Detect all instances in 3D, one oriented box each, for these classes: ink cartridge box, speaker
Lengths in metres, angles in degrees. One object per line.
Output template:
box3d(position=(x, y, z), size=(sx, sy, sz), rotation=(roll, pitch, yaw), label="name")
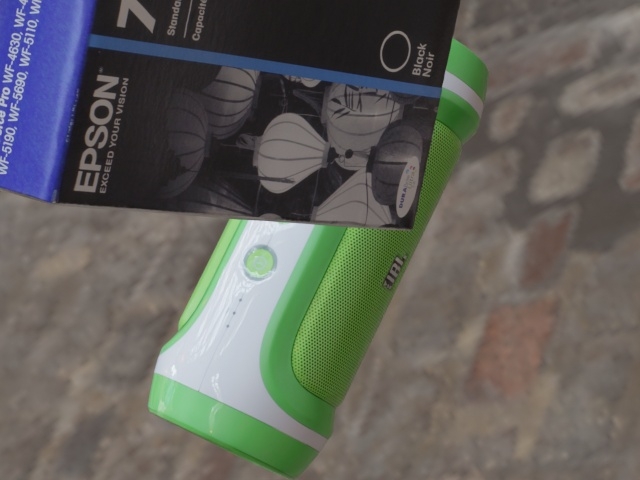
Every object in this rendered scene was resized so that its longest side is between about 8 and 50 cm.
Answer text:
box3d(position=(-0.065, -0.096, 0.996), size=(0.332, 0.165, 0.065), rotation=(3, 13, -43), label="ink cartridge box")
box3d(position=(0.000, 0.000, 1.237), size=(0.131, 0.131, 0.296), rotation=(15, 77, 54), label="speaker")
